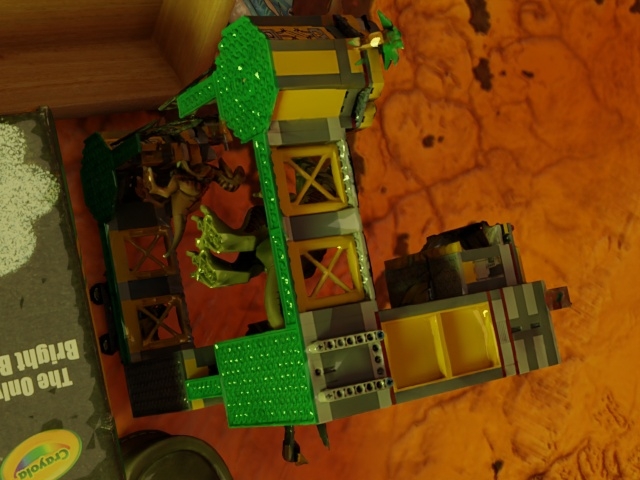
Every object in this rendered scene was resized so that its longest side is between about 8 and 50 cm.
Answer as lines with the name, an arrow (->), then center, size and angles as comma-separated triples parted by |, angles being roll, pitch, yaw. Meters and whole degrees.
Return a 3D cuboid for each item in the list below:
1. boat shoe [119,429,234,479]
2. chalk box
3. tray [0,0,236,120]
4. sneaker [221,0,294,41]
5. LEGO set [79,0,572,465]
boat shoe -> -0.075, 0.273, 0.726 | 0.111, 0.104, 0.307 | -14, 90, -33
chalk box -> -0.230, 0.086, 0.627 | 0.180, 0.179, 0.288 | -11, 92, -25
tray -> -0.229, -0.151, 0.588 | 0.411, 0.203, 0.076 | -12, 56, -36
sneaker -> -0.034, -0.158, 0.795 | 0.073, 0.063, 0.162 | -44, 104, -24
LEGO set -> 0.000, 0.000, 0.669 | 0.192, 0.331, 0.255 | -8, 76, -32
